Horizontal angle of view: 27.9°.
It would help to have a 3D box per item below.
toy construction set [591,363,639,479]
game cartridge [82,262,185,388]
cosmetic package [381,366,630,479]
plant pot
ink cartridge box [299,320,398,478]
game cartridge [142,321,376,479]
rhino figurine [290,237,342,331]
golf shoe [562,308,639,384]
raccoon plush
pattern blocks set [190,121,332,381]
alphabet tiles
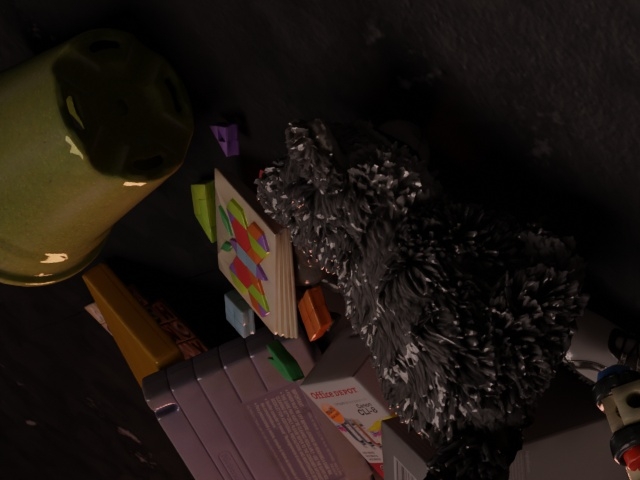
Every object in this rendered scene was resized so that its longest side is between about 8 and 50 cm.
[{"bbox_3d":[0.359,0.149,1.140,0.215,0.151,0.327,-20,125,9],"label":"toy construction set"},{"bbox_3d":[-0.223,0.205,1.883,0.285,0.053,0.323,40,156,48],"label":"game cartridge"},{"bbox_3d":[0.194,0.221,1.334,0.127,0.238,0.107,-141,45,-63],"label":"cosmetic package"},{"bbox_3d":[-0.287,-0.110,1.470,0.254,0.276,0.276,-23,114,45],"label":"plant pot"},{"bbox_3d":[0.092,0.183,1.539,0.176,0.127,0.128,49,149,-13],"label":"ink cartridge box"},{"bbox_3d":[-0.069,0.271,1.763,0.068,0.230,0.355,-118,4,-52],"label":"game cartridge"},{"bbox_3d":[0.000,0.000,1.452,0.106,0.073,0.243,36,148,15],"label":"rhino figurine"},{"bbox_3d":[0.314,0.116,1.273,0.198,0.077,0.094,37,140,-8],"label":"golf shoe"},{"bbox_3d":[0.061,0.075,1.155,0.299,0.446,0.216,23,134,-11],"label":"raccoon plush"},{"bbox_3d":[-0.077,0.015,1.496,0.285,0.026,0.324,35,142,49],"label":"pattern blocks set"},{"bbox_3d":[-0.254,0.152,1.997,0.198,0.009,0.237,47,149,-13],"label":"alphabet tiles"}]
